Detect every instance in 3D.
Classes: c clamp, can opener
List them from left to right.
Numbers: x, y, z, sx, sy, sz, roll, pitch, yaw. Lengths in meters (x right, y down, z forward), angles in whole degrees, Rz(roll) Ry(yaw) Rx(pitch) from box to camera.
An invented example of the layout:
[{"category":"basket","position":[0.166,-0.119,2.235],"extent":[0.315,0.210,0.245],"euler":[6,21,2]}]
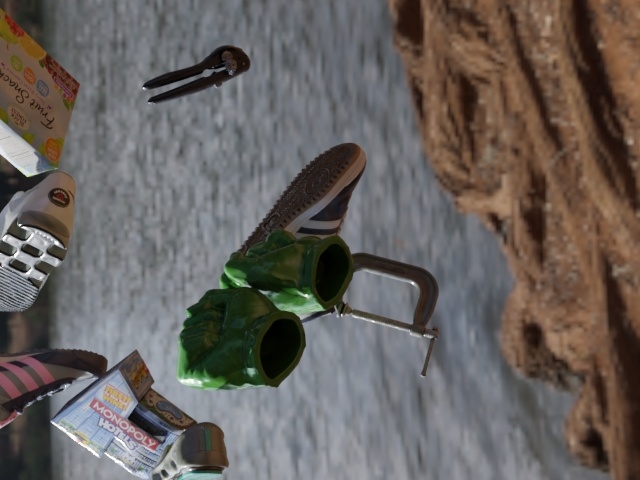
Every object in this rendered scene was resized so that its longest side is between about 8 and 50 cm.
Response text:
[{"category":"can opener","position":[-0.199,-0.265,2.073],"extent":[0.059,0.186,0.073],"euler":[62,163,1]},{"category":"c clamp","position":[0.085,0.086,1.654],"extent":[0.022,0.160,0.137],"euler":[81,-149,-69]}]

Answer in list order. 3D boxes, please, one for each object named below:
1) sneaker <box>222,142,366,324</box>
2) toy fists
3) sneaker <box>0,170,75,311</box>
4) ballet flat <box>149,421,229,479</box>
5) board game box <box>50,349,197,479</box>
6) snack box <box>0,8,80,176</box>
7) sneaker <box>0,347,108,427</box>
[{"category":"sneaker","position":[0.000,0.000,1.845],"extent":[0.282,0.153,0.099],"euler":[-49,28,7]},{"category":"toy fists","position":[-0.077,0.079,1.525],"extent":[0.096,0.142,0.279],"euler":[64,-143,-25]},{"category":"sneaker","position":[-0.460,0.003,1.982],"extent":[0.330,0.122,0.146],"euler":[-33,35,44]},{"category":"ballet flat","position":[-0.155,0.259,1.484],"extent":[0.213,0.072,0.068],"euler":[134,135,-58]},{"category":"board game box","position":[-0.303,0.274,2.022],"extent":[0.194,0.194,0.060],"euler":[-54,0,37]},{"category":"snack box","position":[-0.474,-0.227,1.963],"extent":[0.207,0.070,0.175],"euler":[46,-138,-44]},{"category":"sneaker","position":[-0.526,0.265,2.228],"extent":[0.112,0.319,0.131],"euler":[120,143,-58]}]
